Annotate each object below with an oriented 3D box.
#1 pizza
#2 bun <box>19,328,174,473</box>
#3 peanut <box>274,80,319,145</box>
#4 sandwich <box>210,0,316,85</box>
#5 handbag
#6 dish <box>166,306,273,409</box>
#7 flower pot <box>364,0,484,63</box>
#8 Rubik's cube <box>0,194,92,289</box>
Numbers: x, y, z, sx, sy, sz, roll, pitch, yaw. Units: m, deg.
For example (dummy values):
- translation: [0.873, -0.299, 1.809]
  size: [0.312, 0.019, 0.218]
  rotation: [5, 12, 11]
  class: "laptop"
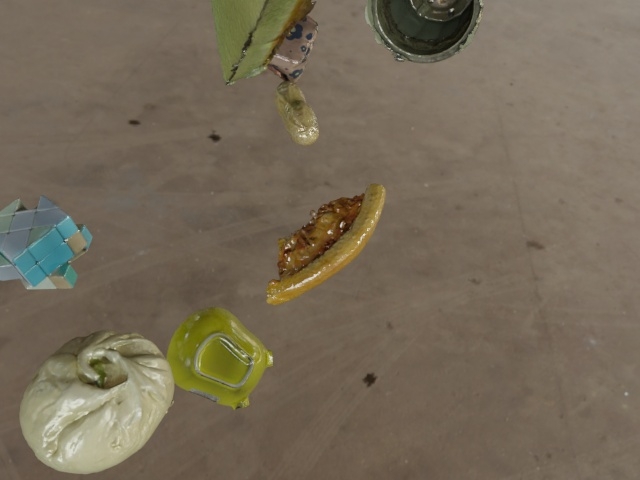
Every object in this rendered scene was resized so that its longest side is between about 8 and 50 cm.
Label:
- translation: [0.006, 0.001, 1.099]
  size: [0.271, 0.056, 0.134]
  rotation: [-37, 50, -1]
  class: "pizza"
- translation: [-0.383, 0.252, 1.119]
  size: [0.260, 0.159, 0.259]
  rotation: [3, 37, -2]
  class: "bun"
- translation: [-0.070, -0.355, 1.816]
  size: [0.090, 0.098, 0.214]
  rotation: [-26, 62, -4]
  class: "peanut"
- translation: [-0.080, -0.297, 0.639]
  size: [0.063, 0.245, 0.211]
  rotation: [-19, 89, -20]
  class: "sandwich"
- translation: [-0.149, -0.588, 1.961]
  size: [0.252, 0.193, 0.190]
  rotation: [21, 70, -2]
  class: "handbag"
- translation: [-0.242, 0.297, 1.616]
  size: [0.262, 0.108, 0.221]
  rotation: [37, 78, -14]
  class: "dish"
- translation: [0.281, -0.616, 1.644]
  size: [0.291, 0.290, 0.259]
  rotation: [18, 38, 11]
  class: "flower pot"
- translation: [-0.731, 0.028, 1.705]
  size: [0.224, 0.212, 0.265]
  rotation: [33, 63, 30]
  class: "Rubik's cube"
